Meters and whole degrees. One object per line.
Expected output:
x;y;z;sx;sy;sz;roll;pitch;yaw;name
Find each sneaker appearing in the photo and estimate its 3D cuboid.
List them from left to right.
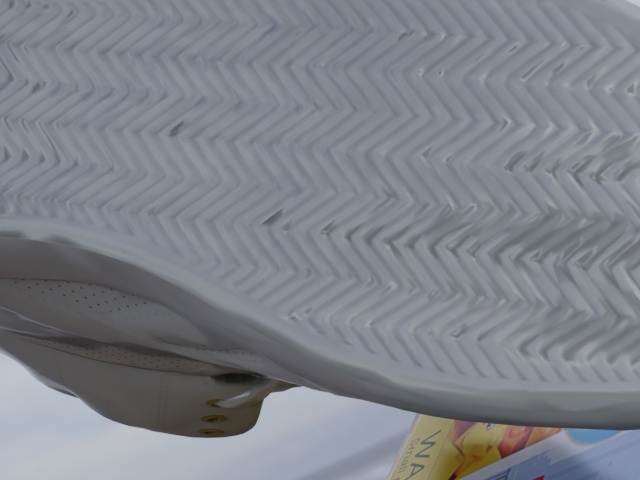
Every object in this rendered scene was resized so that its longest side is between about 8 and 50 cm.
0.000;0.000;0.504;0.292;0.108;0.169;11;-15;23;sneaker

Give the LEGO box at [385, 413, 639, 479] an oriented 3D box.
0.134;0.178;0.364;0.372;0.193;0.500;-27;28;49;LEGO box
